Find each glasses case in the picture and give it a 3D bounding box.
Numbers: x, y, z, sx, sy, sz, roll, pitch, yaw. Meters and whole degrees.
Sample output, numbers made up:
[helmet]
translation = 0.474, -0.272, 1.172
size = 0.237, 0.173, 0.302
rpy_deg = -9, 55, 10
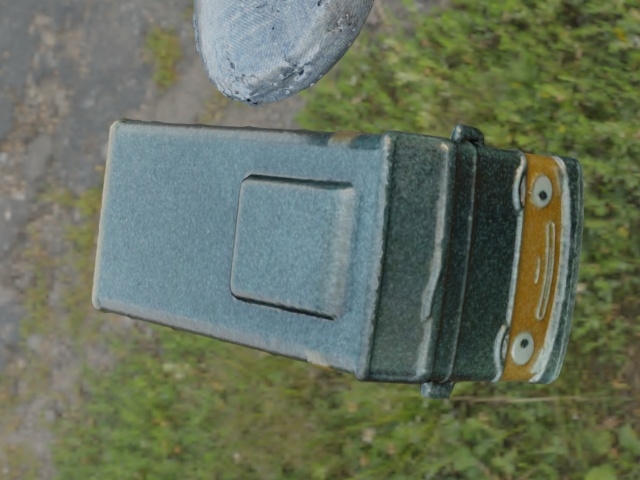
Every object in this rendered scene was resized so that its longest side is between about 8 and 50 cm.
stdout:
[glasses case]
translation = -0.020, -0.201, 0.709
size = 0.109, 0.067, 0.282
rpy_deg = -27, 52, 41

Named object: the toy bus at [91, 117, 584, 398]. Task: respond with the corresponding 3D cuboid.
[toy bus]
translation = 0.000, 0.000, 0.776
size = 0.275, 0.167, 0.139
rpy_deg = 9, 93, 48
